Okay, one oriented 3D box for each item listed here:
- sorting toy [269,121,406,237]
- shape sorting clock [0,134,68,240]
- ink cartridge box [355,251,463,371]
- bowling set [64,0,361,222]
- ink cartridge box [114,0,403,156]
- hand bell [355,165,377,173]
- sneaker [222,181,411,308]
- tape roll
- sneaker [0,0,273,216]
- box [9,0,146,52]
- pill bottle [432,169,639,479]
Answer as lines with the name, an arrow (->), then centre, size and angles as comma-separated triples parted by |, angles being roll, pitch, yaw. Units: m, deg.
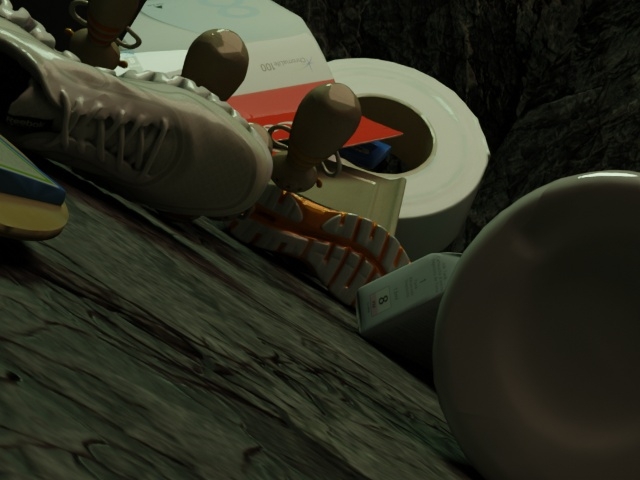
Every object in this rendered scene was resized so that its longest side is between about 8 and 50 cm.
sorting toy -> -0.009, -0.042, 1.665 | 0.196, 0.047, 0.348 | 15, 27, 2
shape sorting clock -> -0.214, -0.058, 0.720 | 0.206, 0.040, 0.206 | 35, 5, -4
ink cartridge box -> 0.177, 0.052, 1.290 | 0.189, 0.232, 0.066 | 29, 41, -42
bowling set -> -0.127, -0.085, 1.310 | 0.287, 0.200, 0.154 | 29, -34, -5
ink cartridge box -> -0.128, -0.201, 1.792 | 0.308, 0.091, 0.385 | -13, 29, -31
hand bell -> 0.017, -0.031, 2.092 | 0.126, 0.126, 0.242 | 32, -9, -10
sneaker -> 0.000, 0.000, 1.468 | 0.215, 0.084, 0.083 | 31, -1, -7
tape roll -> 0.069, -0.104, 1.922 | 0.286, 0.286, 0.100 | 33, -39, 16
sneaker -> -0.174, -0.089, 1.104 | 0.292, 0.110, 0.118 | 23, 13, -10
box -> -0.392, -0.334, 1.574 | 0.293, 0.212, 0.395 | 30, 3, -38
pill bottle -> 0.251, 0.101, 1.061 | 0.224, 0.224, 0.392 | 34, 5, 28
